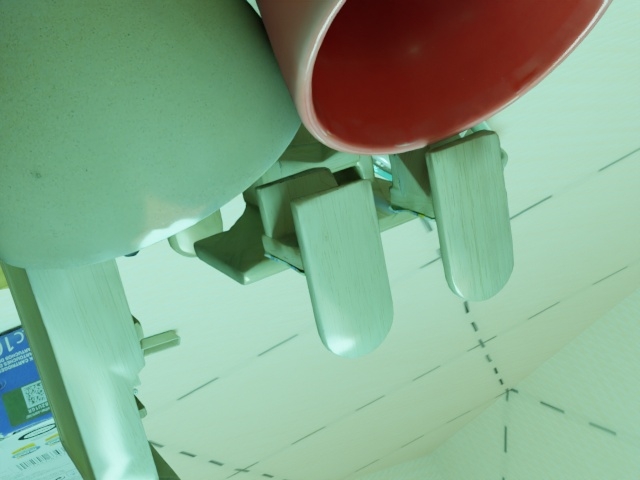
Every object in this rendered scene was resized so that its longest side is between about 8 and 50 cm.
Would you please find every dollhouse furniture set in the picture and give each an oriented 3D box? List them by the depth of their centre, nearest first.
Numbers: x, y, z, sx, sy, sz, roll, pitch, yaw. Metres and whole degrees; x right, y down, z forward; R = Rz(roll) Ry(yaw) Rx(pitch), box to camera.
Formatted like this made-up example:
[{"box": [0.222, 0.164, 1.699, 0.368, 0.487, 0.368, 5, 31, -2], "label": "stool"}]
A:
[{"box": [-0.072, 0.046, 0.881, 0.394, 0.362, 0.256, -21, 112, -24], "label": "dollhouse furniture set"}, {"box": [-0.262, 0.183, 1.424, 0.114, 0.081, 0.091, -17, 154, -21], "label": "dollhouse furniture set"}]

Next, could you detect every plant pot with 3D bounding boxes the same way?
[{"box": [0.053, -0.241, 0.691, 0.275, 0.243, 0.275, -24, 154, -13], "label": "plant pot"}, {"box": [-0.177, -0.141, 0.703, 0.284, 0.284, 0.191, -26, 123, -2], "label": "plant pot"}]

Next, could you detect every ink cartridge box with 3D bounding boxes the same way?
[{"box": [-0.474, 0.272, 1.309, 0.270, 0.151, 0.395, -22, 157, -12], "label": "ink cartridge box"}]

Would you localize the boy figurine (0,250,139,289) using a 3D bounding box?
[{"box": [-0.318, 0.012, 0.955, 0.285, 0.092, 0.177, -25, 171, -38], "label": "boy figurine"}]

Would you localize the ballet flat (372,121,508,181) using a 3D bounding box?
[{"box": [0.148, -0.126, 1.198, 0.139, 0.139, 0.400, -35, 158, 19], "label": "ballet flat"}]
